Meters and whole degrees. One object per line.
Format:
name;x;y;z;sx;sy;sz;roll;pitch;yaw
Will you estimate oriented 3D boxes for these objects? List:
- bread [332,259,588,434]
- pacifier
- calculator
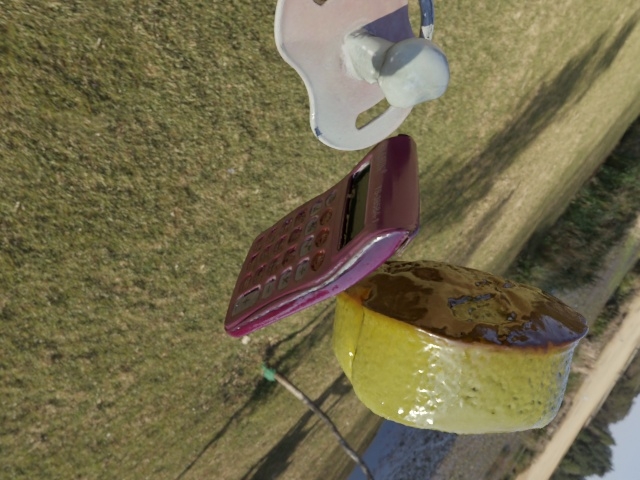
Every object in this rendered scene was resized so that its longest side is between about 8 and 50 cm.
bread;0.140;0.098;0.530;0.270;0.270;0.148;-5;106;-53
pacifier;0.070;-0.276;0.705;0.332;0.220;0.273;63;24;-44
calculator;0.000;0.000;0.377;0.034;0.190;0.126;40;36;-25
